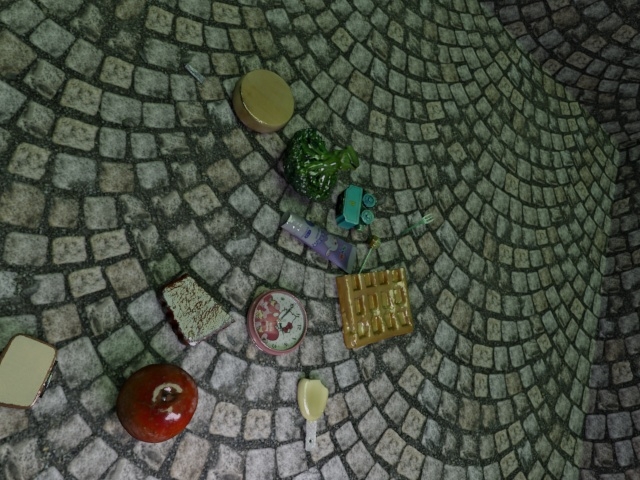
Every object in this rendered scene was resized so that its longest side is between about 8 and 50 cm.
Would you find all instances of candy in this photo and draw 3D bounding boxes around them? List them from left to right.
[{"bbox_3d":[0.198,0.067,2.163,0.061,0.061,0.202,35,70,-20],"label":"candy"}]

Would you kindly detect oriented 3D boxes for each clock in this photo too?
[{"bbox_3d":[-0.156,0.298,1.870,0.244,0.056,0.244,10,70,-30],"label":"clock"}]

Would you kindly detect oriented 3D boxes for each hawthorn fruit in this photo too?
[{"bbox_3d":[-0.469,0.486,1.531,0.235,0.263,0.231,-41,125,-59],"label":"hawthorn fruit"}]

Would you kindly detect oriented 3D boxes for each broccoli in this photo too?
[{"bbox_3d":[-0.007,-0.310,1.987,0.297,0.297,0.297,39,43,-50],"label":"broccoli"}]

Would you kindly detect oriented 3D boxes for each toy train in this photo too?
[{"bbox_3d":[0.145,-0.135,2.144,0.154,0.107,0.198,15,70,-20],"label":"toy train"}]

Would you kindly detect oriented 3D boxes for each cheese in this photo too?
[{"bbox_3d":[-0.030,0.634,1.869,0.127,0.050,0.255,10,74,-31],"label":"cheese"}]

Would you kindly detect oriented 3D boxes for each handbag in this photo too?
[{"bbox_3d":[-0.829,0.369,1.421,0.151,0.072,0.193,29,63,-24],"label":"handbag"}]

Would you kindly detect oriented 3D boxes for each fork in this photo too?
[{"bbox_3d":[0.441,-0.072,2.363,0.235,0.021,0.039,-25,88,-33],"label":"fork"}]

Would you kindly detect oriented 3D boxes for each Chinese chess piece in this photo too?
[{"bbox_3d":[-0.226,-0.548,2.018,0.251,0.097,0.251,8,75,-30],"label":"Chinese chess piece"}]

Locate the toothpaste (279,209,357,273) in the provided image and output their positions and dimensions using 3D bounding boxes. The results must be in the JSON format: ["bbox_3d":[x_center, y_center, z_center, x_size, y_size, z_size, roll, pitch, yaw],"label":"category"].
[{"bbox_3d":[0.000,0.000,2.046,0.371,0.080,0.125,33,59,-29],"label":"toothpaste"}]

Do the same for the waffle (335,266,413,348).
[{"bbox_3d":[0.234,0.272,2.105,0.348,0.077,0.304,-7,86,-31],"label":"waffle"}]

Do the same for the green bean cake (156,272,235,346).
[{"bbox_3d":[-0.419,0.222,1.700,0.198,0.097,0.233,-34,96,-32],"label":"green bean cake"}]

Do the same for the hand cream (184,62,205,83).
[{"bbox_3d":[-0.477,-0.635,1.930,0.093,0.019,0.030,39,62,-21],"label":"hand cream"}]
